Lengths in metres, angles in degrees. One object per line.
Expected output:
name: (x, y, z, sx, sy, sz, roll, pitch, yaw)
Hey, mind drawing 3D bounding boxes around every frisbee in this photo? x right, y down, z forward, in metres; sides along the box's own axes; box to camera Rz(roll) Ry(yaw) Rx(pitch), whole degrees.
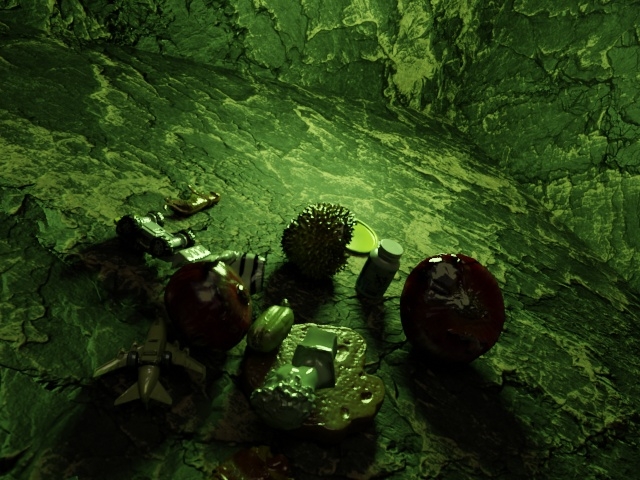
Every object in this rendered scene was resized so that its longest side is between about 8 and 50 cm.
frisbee: (0.115, -0.027, 1.945, 0.235, 0.017, 0.236, 16, 33, -11)

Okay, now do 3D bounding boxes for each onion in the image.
onion: (-0.267, 0.160, 1.263, 0.246, 0.190, 0.246, 57, 16, -26)
onion: (0.394, 0.216, 1.591, 0.347, 0.285, 0.348, 3, 75, -12)

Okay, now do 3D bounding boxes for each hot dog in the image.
hot dog: (-0.146, 0.482, 0.982, 0.146, 0.103, 0.213, 42, 38, 25)

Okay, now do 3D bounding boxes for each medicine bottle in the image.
medicine bottle: (0.196, 0.093, 1.663, 0.107, 0.192, 0.107, 16, 34, -11)

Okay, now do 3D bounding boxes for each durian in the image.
durian: (0.000, -0.010, 1.653, 0.258, 0.258, 0.293, 29, 28, 8)

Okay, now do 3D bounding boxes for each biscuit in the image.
biscuit: (-0.008, 0.341, 1.295, 0.359, 0.074, 0.381, 40, 35, 23)

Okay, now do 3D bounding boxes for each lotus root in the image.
lotus root: (-0.119, 0.218, 1.289, 0.090, 0.077, 0.183, 12, 29, 17)

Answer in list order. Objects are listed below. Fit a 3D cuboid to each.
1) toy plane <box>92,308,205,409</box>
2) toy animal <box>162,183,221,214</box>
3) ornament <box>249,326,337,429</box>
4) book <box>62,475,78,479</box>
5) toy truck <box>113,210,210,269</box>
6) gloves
toy plane: (-0.382, 0.266, 1.153, 0.241, 0.104, 0.256, 0, 44, -8)
toy animal: (-0.434, -0.136, 1.718, 0.099, 0.057, 0.241, 33, 33, 13)
ornament: (-0.036, 0.316, 1.156, 0.130, 0.121, 0.285, 13, 29, 28)
book: (-0.455, 0.483, 0.865, 0.103, 0.017, 0.135, -5, 42, -38)
toy truck: (-0.458, 0.005, 1.447, 0.285, 0.111, 0.136, 31, 21, 16)
gloves: (-0.270, 0.093, 1.437, 0.218, 0.140, 0.131, 4, 16, -5)
